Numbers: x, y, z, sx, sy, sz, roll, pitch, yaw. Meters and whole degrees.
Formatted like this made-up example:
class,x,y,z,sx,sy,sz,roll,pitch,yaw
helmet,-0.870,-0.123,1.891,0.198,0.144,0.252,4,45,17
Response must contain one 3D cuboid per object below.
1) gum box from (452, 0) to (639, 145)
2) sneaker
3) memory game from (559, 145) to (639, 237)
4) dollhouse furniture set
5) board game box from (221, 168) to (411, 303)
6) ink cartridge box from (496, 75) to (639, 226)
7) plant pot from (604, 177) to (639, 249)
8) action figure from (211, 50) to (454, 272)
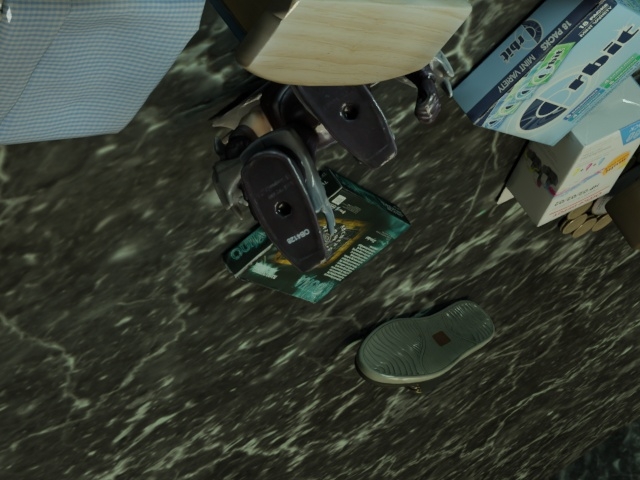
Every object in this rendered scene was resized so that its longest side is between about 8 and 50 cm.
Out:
class,x,y,z,sx,sy,sz,roll,pitch,yaw
gum box,0.219,-0.159,1.363,0.157,0.041,0.184,-44,158,22
sneaker,0.104,0.149,1.785,0.222,0.083,0.118,-14,151,-46
memory game,0.359,-0.066,1.808,0.186,0.012,0.186,-30,159,-13
dollhouse furniture set,-0.073,-0.092,0.857,0.286,0.198,0.303,-7,146,-50
board game box,0.000,0.000,1.394,0.126,0.026,0.186,-39,159,11
ink cartridge box,0.259,-0.082,1.556,0.104,0.061,0.181,-24,157,-26
plant pot,0.523,-0.001,1.689,0.323,0.280,0.323,-28,171,-5
action figure,0.000,-0.076,1.034,0.185,0.099,0.285,-41,-171,11
